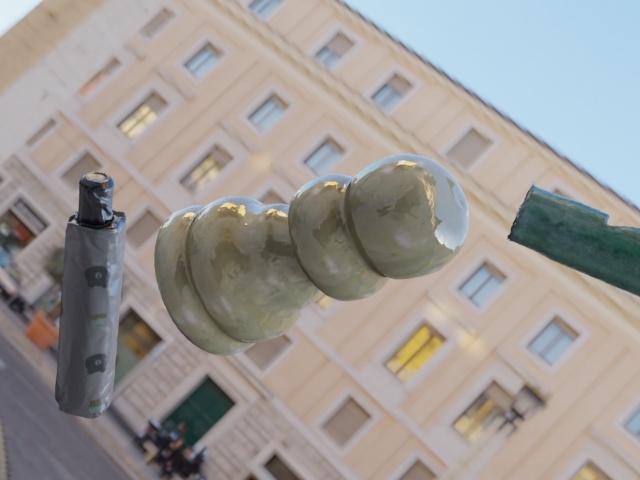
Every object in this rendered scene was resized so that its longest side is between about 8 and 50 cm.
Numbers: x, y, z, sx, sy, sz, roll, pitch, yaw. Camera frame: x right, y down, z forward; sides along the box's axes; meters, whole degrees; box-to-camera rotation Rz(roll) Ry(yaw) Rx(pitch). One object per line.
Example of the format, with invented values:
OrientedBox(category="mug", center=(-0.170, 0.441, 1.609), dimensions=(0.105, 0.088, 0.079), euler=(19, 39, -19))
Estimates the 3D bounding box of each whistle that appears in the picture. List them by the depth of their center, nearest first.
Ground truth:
OrientedBox(category="whistle", center=(0.193, 0.020, 0.619), dimensions=(0.186, 0.039, 0.039), euler=(24, -15, 13))

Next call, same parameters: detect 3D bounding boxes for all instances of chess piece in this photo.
OrientedBox(category="chess piece", center=(0.000, 0.000, 1.140), dimensions=(0.167, 0.300, 0.167), euler=(38, 41, -44))

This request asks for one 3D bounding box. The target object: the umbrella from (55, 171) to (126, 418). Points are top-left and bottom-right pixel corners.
OrientedBox(category="umbrella", center=(-0.280, 0.072, 1.415), dimensions=(0.073, 0.337, 0.067), euler=(9, 29, -2))
